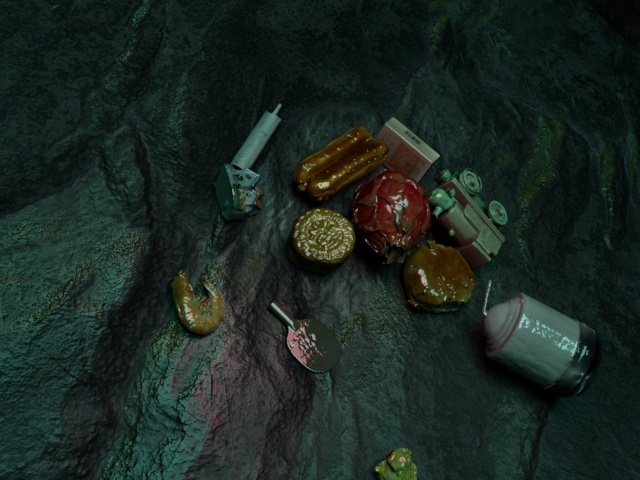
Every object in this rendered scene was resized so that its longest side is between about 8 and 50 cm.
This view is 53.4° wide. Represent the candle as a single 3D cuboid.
[{"bbox_3d":[0.589,0.279,1.774,0.342,0.221,0.221,26,53,1],"label":"candle"}]

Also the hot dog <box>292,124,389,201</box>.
[{"bbox_3d":[0.061,-0.230,1.961,0.158,0.117,0.349,44,57,14],"label":"hot dog"}]

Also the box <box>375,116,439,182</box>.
[{"bbox_3d":[0.267,-0.282,2.055,0.201,0.141,0.058,42,49,6],"label":"box"}]

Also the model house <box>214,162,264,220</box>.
[{"bbox_3d":[-0.211,-0.137,1.807,0.148,0.119,0.148,-6,61,-33],"label":"model house"}]

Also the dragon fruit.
[{"bbox_3d":[0.200,-0.064,1.834,0.244,0.244,0.299,7,62,-16],"label":"dragon fruit"}]

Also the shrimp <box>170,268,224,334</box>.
[{"bbox_3d":[-0.316,0.153,1.624,0.132,0.051,0.188,-4,64,-45],"label":"shrimp"}]

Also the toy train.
[{"bbox_3d":[0.439,-0.073,1.953,0.304,0.150,0.221,47,49,-10],"label":"toy train"}]

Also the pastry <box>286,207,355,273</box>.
[{"bbox_3d":[0.000,0.000,1.783,0.188,0.103,0.189,3,62,-7],"label":"pastry"}]

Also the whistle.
[{"bbox_3d":[-0.192,-0.310,1.950,0.062,0.062,0.312,28,54,-2],"label":"whistle"}]

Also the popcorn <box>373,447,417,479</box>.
[{"bbox_3d":[0.184,0.556,1.526,0.097,0.089,0.109,34,54,-43],"label":"popcorn"}]

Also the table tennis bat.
[{"bbox_3d":[-0.046,0.247,1.676,0.234,0.022,0.131,44,56,7],"label":"table tennis bat"}]

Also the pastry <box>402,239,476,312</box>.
[{"bbox_3d":[0.339,0.116,1.852,0.218,0.100,0.229,45,54,8],"label":"pastry"}]
